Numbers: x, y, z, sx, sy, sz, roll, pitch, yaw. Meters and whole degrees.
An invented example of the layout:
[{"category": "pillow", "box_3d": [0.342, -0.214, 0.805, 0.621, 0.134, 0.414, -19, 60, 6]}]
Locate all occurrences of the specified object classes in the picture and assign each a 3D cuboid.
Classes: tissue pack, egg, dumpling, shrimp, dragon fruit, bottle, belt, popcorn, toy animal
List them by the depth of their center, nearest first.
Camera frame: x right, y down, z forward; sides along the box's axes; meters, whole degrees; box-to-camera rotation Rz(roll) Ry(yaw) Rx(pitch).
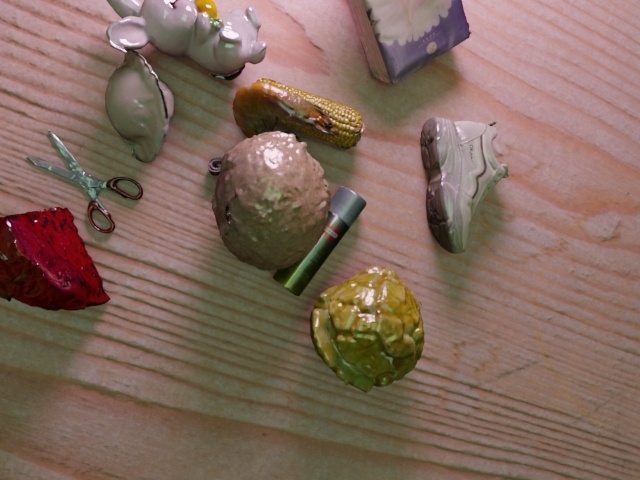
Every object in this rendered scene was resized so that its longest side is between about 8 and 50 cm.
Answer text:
[{"category": "dragon fruit", "box_3d": [-0.608, 0.009, 1.073, 0.302, 0.330, 0.240, 7, 71, -9]}, {"category": "toy animal", "box_3d": [-0.289, -0.453, 1.123, 0.325, 0.154, 0.208, -7, 59, -19]}, {"category": "dumpling", "box_3d": [-0.382, -0.297, 1.137, 0.142, 0.172, 0.247, -17, 102, -39]}, {"category": "egg", "box_3d": [-0.107, -0.078, 1.139, 0.279, 0.279, 0.310, 1, 125, -10]}, {"category": "shrimp", "box_3d": [-0.078, -0.270, 1.167, 0.249, 0.068, 0.150, 15, 131, 2]}, {"category": "tissue pack", "box_3d": [0.182, -0.564, 1.168, 0.242, 0.125, 0.343, -33, 128, -5]}, {"category": "popcorn", "box_3d": [0.118, 0.214, 1.228, 0.282, 0.247, 0.282, 1, 102, 6]}, {"category": "belt", "box_3d": [-0.153, -0.198, 1.241, 0.232, 0.053, 0.071, -23, 101, -8]}, {"category": "bottle", "box_3d": [0.000, 0.000, 1.269, 0.082, 0.082, 0.286, 37, 87, -11]}]

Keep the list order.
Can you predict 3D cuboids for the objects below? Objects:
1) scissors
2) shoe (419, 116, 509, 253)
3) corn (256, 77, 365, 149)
[{"category": "scissors", "box_3d": [-0.545, -0.140, 1.193, 0.248, 0.017, 0.144, 40, 87, -10]}, {"category": "shoe", "box_3d": [0.376, -0.142, 1.300, 0.210, 0.132, 0.342, -6, 92, -7]}, {"category": "corn", "box_3d": [-0.035, -0.304, 1.234, 0.293, 0.106, 0.106, 20, 91, -7]}]
